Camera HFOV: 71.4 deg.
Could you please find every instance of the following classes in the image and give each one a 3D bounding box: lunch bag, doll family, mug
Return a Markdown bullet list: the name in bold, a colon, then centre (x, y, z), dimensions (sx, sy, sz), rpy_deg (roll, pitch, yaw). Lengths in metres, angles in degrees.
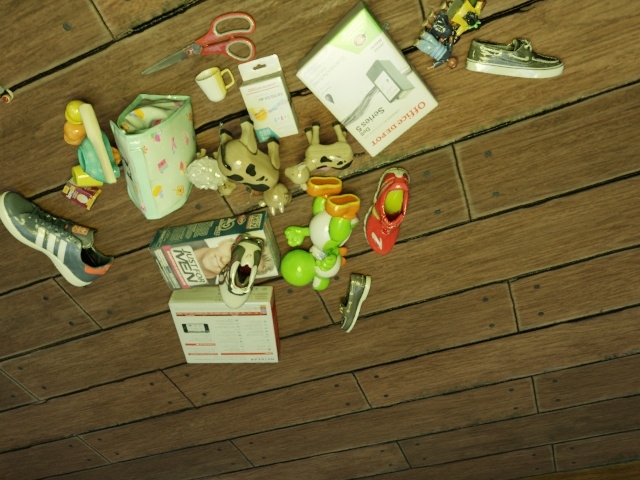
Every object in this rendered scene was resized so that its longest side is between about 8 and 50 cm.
- **lunch bag**: centre (-0.395, -0.205, 1.070), dimensions (0.160, 0.262, 0.223), rpy_deg (2, 127, -1)
- **doll family**: centre (0.294, -0.470, 0.984), dimensions (0.111, 0.076, 0.193), rpy_deg (26, 127, -22)
- **mug**: centre (-0.251, -0.373, 1.071), dimensions (0.078, 0.062, 0.064), rpy_deg (-10, 133, 16)

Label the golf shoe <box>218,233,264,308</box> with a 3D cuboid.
- **golf shoe**: centre (-0.234, 0.110, 1.255), dimensions (0.105, 0.120, 0.273), rpy_deg (13, 127, -11)

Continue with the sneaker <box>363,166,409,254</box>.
- **sneaker**: centre (0.184, -0.064, 1.246), dimensions (0.107, 0.118, 0.279), rpy_deg (5, 126, -1)

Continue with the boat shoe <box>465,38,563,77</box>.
- **boat shoe**: centre (0.447, -0.416, 1.012), dimensions (0.219, 0.078, 0.070), rpy_deg (4, 127, 0)

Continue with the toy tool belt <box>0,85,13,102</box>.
- **toy tool belt**: centre (-0.807, -0.367, 1.091), dimensions (0.052, 0.051, 0.083), rpy_deg (-27, 121, 19)

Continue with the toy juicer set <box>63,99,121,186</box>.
- **toy juicer set**: centre (-0.538, -0.237, 1.075), dimensions (0.089, 0.329, 0.209), rpy_deg (-17, 104, -36)

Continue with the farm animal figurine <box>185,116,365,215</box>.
- **farm animal figurine**: centre (-0.109, -0.163, 1.059), dimensions (0.327, 0.172, 0.330), rpy_deg (14, 151, -40)

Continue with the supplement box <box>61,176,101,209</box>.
- **supplement box**: centre (-0.675, -0.136, 1.260), dimensions (0.083, 0.043, 0.055), rpy_deg (32, 122, -19)

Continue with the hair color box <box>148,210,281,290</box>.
- **hair color box**: centre (-0.309, 0.034, 1.338), dimensions (0.347, 0.105, 0.174), rpy_deg (-10, 126, 7)

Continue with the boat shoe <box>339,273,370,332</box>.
- **boat shoe**: centre (0.099, 0.205, 1.471), dimensions (0.068, 0.081, 0.228), rpy_deg (15, 118, -6)

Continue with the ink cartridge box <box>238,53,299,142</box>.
- **ink cartridge box**: centre (-0.128, -0.343, 1.087), dimensions (0.104, 0.061, 0.181), rpy_deg (-12, 124, 10)

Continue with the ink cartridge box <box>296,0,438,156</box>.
- **ink cartridge box**: centre (0.109, -0.365, 1.033), dimensions (0.198, 0.115, 0.273), rpy_deg (-37, 117, 24)

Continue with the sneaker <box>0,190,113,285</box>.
- **sneaker**: centre (-0.754, -0.022, 1.305), dimensions (0.148, 0.131, 0.350), rpy_deg (-25, 127, 10)

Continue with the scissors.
- **scissors**: centre (-0.291, -0.457, 1.038), dimensions (0.297, 0.021, 0.109), rpy_deg (-5, 128, 6)

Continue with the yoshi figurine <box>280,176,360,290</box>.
- **yoshi figurine**: centre (-0.020, 0.010, 1.275), dimensions (0.203, 0.203, 0.362), rpy_deg (18, 128, 8)

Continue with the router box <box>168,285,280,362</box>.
- **router box**: centre (-0.320, 0.295, 1.540), dimensions (0.335, 0.082, 0.301), rpy_deg (0, 126, 2)
